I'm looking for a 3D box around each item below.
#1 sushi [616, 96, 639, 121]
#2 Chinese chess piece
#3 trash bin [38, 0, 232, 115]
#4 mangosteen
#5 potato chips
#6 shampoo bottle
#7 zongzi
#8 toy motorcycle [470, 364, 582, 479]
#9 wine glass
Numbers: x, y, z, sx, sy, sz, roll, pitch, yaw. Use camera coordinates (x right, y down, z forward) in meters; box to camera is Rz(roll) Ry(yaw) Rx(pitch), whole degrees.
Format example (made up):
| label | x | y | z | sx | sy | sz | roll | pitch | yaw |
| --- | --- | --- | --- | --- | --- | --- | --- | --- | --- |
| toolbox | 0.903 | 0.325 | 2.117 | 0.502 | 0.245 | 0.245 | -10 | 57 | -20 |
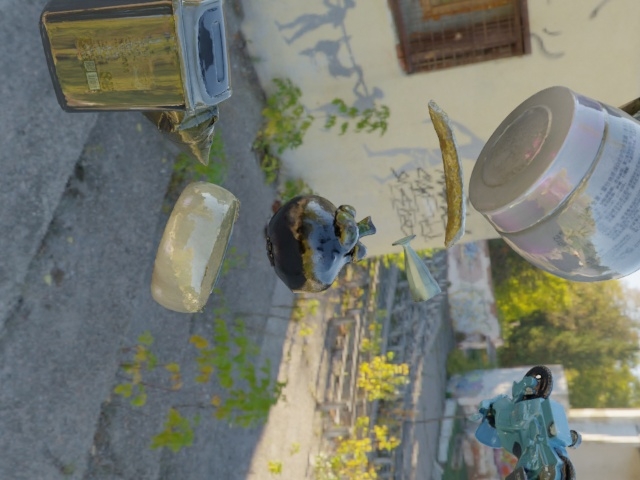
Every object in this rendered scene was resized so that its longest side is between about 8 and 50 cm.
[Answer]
| label | x | y | z | sx | sy | sz | roll | pitch | yaw |
| --- | --- | --- | --- | --- | --- | --- | --- | --- | --- |
| sushi | 0.619 | -0.142 | 1.232 | 0.273 | 0.134 | 0.109 | 45 | 24 | -42 |
| Chinese chess piece | -0.234 | 0.013 | 1.239 | 0.250 | 0.103 | 0.250 | -163 | -90 | -87 |
| trash bin | -0.301 | -0.321 | 1.112 | 0.182 | 0.290 | 0.209 | -106 | -167 | -54 |
| mangosteen | -0.005 | -0.002 | 1.725 | 0.233 | 0.287 | 0.287 | 44 | -1 | 26 |
| potato chips | 0.346 | -0.179 | 1.763 | 0.057 | 0.080 | 0.407 | -18 | 101 | -56 |
| shampoo bottle | 0.400 | -0.085 | 1.045 | 0.266 | 0.273 | 0.273 | 31 | 39 | -14 |
| zongzi | -0.361 | -0.322 | 1.559 | 0.274 | 0.145 | 0.300 | 50 | -13 | 7 |
| toy motorcycle | 0.350 | 0.354 | 1.131 | 0.123 | 0.182 | 0.272 | 28 | 37 | -17 |
| wine glass | 0.232 | 0.066 | 1.588 | 0.155 | 0.073 | 0.073 | 69 | 18 | -3 |
